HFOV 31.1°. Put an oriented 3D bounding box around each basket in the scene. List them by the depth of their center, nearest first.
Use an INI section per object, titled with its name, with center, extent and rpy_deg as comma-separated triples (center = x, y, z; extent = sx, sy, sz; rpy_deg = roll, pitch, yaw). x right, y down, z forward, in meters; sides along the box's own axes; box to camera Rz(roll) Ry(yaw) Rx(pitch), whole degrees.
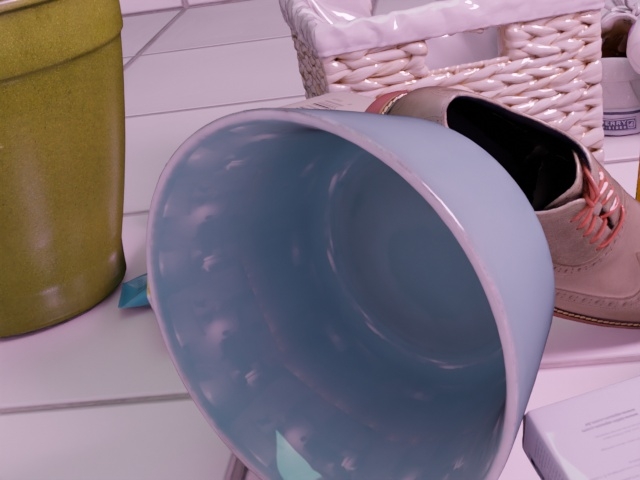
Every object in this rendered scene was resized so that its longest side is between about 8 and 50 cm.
[basket]
center = 0.141, -0.190, 1.388
extent = 0.328, 0.267, 0.331
rpy_deg = -11, 23, -5

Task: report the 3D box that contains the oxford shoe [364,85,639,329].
[oxford shoe]
center = 0.195, -0.015, 0.933
extent = 0.348, 0.123, 0.130
rpy_deg = 24, -13, -21

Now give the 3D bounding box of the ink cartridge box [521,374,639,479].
[ink cartridge box]
center = 0.274, 0.165, 0.718
extent = 0.223, 0.045, 0.224
rpy_deg = -15, 40, -11

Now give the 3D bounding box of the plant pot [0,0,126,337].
[plant pot]
center = -0.360, -0.097, 1.244
extent = 0.366, 0.353, 0.366
rpy_deg = -9, 22, 3

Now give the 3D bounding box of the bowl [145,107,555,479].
[bowl]
center = 0.042, 0.034, 0.819
extent = 0.311, 0.312, 0.163
rpy_deg = 10, 27, 39

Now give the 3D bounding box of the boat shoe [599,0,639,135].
[boat shoe]
center = 0.440, -0.280, 1.635
extent = 0.135, 0.157, 0.367
rpy_deg = 2, 25, 26

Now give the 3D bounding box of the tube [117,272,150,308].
[tube]
center = -0.118, 0.033, 1.248
extent = 0.207, 0.052, 0.080
rpy_deg = -16, 12, -1

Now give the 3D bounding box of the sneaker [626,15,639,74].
[sneaker]
center = 0.513, -0.223, 1.423
extent = 0.305, 0.114, 0.152
rpy_deg = 9, 20, -31

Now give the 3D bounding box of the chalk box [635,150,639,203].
[chalk box]
center = 0.430, -0.061, 1.108
extent = 0.213, 0.132, 0.132
rpy_deg = -6, 29, -7

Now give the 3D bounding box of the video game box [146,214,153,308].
[video game box]
center = -0.086, -0.004, 1.189
extent = 0.187, 0.048, 0.205
rpy_deg = -19, 25, 1

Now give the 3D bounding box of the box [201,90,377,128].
[box]
center = 0.000, 0.000, 1.017
extent = 0.148, 0.232, 0.127
rpy_deg = -17, 20, -19
